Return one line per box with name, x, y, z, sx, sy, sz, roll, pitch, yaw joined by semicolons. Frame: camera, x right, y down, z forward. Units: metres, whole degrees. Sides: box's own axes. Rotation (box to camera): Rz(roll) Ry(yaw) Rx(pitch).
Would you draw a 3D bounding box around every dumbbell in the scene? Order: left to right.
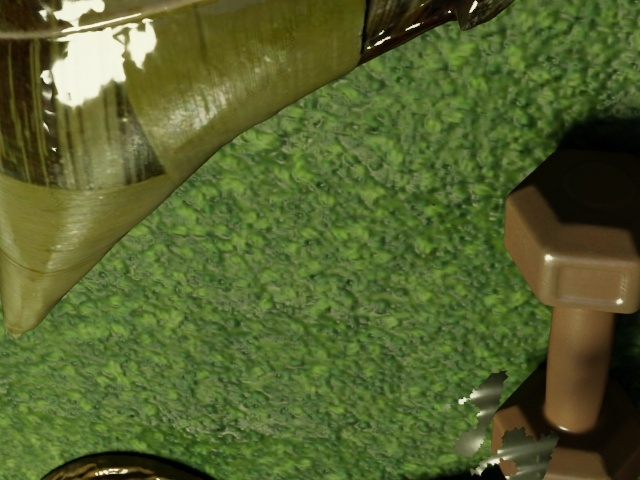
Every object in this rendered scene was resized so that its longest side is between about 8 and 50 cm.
dumbbell;0.141;0.055;0.822;0.092;0.082;0.231;5;134;8

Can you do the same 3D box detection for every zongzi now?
zongzi;-0.020;-0.079;0.663;0.289;0.154;0.318;6;125;9

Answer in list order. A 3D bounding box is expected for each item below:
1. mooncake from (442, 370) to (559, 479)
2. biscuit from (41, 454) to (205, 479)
mooncake;0.007;-0.007;0.778;0.347;0.057;0.150;41;137;1
biscuit;-0.132;0.234;1.093;0.180;0.049;0.208;16;137;-2
